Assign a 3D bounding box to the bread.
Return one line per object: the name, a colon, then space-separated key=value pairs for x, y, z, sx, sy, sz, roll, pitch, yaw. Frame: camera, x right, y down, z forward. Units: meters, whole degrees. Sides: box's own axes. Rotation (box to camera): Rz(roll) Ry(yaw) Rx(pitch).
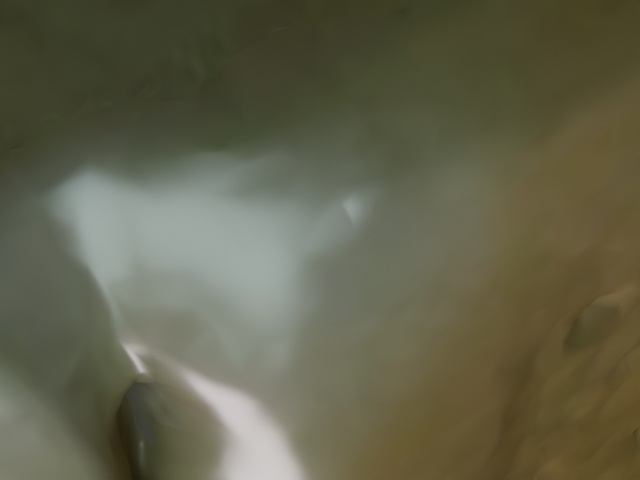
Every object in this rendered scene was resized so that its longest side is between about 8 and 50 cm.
bread: x=0.000 y=0.000 z=0.543 sx=0.348 sy=0.253 sz=0.376 roll=-29 pitch=142 yaw=-10
